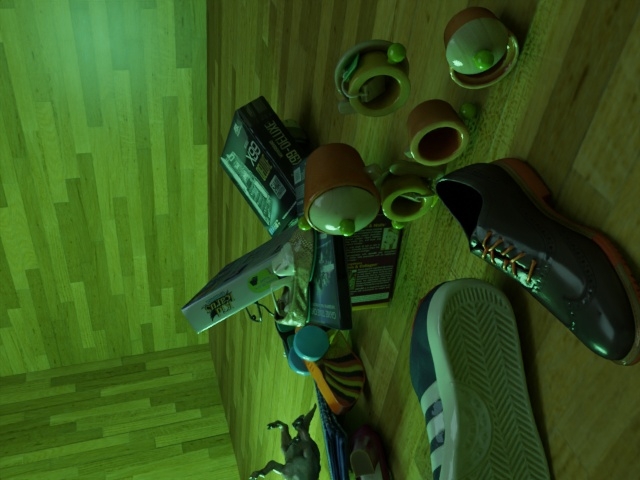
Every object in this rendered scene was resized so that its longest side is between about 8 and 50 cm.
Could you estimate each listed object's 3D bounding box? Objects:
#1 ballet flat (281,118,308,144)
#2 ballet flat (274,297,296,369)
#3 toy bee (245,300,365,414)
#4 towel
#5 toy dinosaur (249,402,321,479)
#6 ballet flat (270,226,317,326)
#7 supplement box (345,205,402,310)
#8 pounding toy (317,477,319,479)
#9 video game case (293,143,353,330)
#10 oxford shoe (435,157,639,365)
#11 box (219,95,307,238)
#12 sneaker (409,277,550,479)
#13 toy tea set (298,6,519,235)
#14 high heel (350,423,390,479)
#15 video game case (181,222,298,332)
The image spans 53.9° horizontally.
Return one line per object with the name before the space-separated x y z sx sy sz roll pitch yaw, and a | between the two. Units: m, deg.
ballet flat | -0.080 -0.247 1.449 0.213 0.072 0.068 -176 91 -71
ballet flat | -0.078 0.247 1.633 0.074 0.074 0.203 111 145 -56
toy bee | 0.004 0.187 1.266 0.298 0.162 0.195 57 152 0
towel | 0.032 0.443 1.309 0.336 0.040 0.243 -123 24 -81
toy dinosaur | -0.037 0.520 1.437 0.200 0.127 0.296 53 -160 -17
ballet flat | -0.047 0.061 1.028 0.073 0.067 0.206 -117 27 -56
supplement box | 0.064 0.018 1.031 0.081 0.104 0.188 -118 28 -53
pounding toy | -0.013 0.645 1.498 0.100 0.141 0.130 51 156 6
video game case | 0.000 0.000 1.013 0.196 0.026 0.274 168 95 -74
oxford shoe | 0.200 0.017 0.609 0.271 0.098 0.097 -118 27 -48
box | -0.117 -0.152 1.432 0.242 0.076 0.307 55 159 2
sneaker | 0.176 0.219 0.750 0.148 0.131 0.350 160 109 -79
toy tea set | 0.098 -0.112 0.731 0.336 0.200 0.124 111 156 -47
high heel | 0.104 0.472 1.175 0.117 0.082 0.244 -38 -70 -74
video game case | -0.121 0.058 1.257 0.061 0.244 0.269 59 -162 -9
